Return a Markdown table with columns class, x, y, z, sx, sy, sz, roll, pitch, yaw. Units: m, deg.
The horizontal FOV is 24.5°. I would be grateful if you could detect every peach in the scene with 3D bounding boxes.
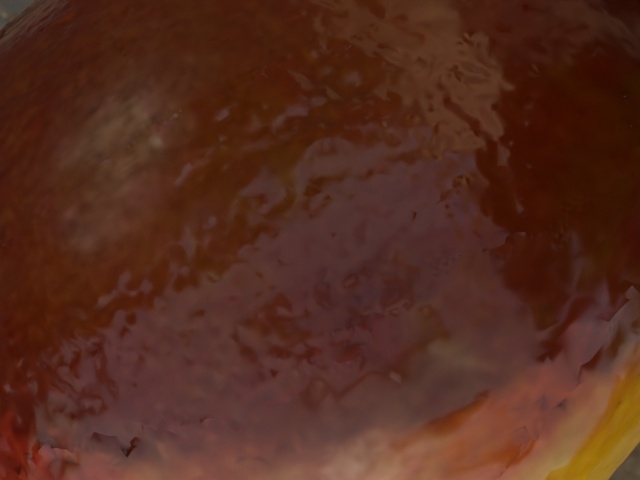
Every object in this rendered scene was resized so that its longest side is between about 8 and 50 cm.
| class | x | y | z | sx | sy | sz | roll | pitch | yaw |
| --- | --- | --- | --- | --- | --- | --- | --- | --- | --- |
| peach | -0.001 | -0.002 | 0.628 | 0.372 | 0.372 | 0.290 | -29 | 98 | -6 |
